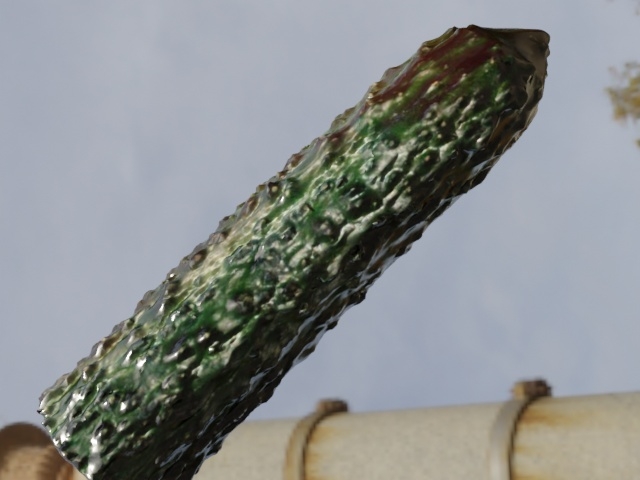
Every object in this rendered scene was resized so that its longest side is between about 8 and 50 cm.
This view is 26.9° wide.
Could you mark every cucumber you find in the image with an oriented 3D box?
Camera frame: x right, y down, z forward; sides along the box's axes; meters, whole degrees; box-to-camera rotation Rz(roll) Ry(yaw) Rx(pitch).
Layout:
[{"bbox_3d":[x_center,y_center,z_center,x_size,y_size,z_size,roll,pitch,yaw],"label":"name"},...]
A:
[{"bbox_3d":[0.000,0.000,0.756,0.359,0.096,0.096,-44,-56,-2],"label":"cucumber"}]
